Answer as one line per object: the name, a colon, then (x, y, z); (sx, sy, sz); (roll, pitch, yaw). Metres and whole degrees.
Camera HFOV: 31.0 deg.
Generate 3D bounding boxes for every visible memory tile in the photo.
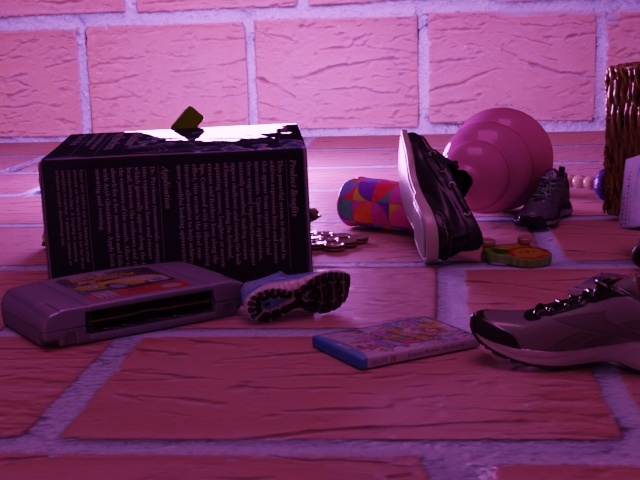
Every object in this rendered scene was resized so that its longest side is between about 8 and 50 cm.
memory tile: (0.000, 0.000, 2.028); (0.148, 0.012, 0.113); (7, 14, 34)

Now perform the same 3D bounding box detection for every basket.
basket: (0.673, -0.189, 2.141); (0.223, 0.299, 0.213); (-11, 15, -39)

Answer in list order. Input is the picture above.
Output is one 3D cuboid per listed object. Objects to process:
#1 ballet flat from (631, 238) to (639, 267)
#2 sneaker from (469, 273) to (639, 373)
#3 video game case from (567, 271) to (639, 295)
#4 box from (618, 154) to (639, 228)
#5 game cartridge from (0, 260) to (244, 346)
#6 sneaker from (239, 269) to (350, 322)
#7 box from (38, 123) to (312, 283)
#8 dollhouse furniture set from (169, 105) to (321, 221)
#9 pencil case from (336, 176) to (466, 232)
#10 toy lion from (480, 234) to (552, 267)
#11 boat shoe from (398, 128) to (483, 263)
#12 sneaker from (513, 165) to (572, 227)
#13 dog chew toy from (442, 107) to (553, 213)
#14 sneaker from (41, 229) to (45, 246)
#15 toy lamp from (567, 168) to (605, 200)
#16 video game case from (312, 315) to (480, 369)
ballet flat: (0.554, 0.031, 1.689); (0.213, 0.072, 0.068); (10, 43, 48)
sneaker: (0.304, 0.087, 1.294); (0.272, 0.108, 0.100); (0, 13, 17)
video game case: (0.416, 0.065, 1.635); (0.087, 0.011, 0.122); (6, 13, 36)
box: (0.619, -0.066, 1.777); (0.262, 0.126, 0.231); (7, -1, 0)
game cartridge: (-0.270, 0.080, 1.565); (0.294, 0.060, 0.196); (-9, 9, -33)
sneaker: (-0.035, 0.060, 1.555); (0.162, 0.063, 0.073); (-6, 27, -25)
box: (-0.217, -0.058, 1.824); (0.396, 0.212, 0.293); (-3, 13, -4)
dollhouse furniture set: (-0.174, -0.079, 2.059); (0.301, 0.151, 0.197); (40, -8, -9)
pencil case: (0.146, -0.065, 2.119); (0.236, 0.104, 0.104); (5, 13, 35)
toy lion: (0.312, 0.022, 1.829); (0.100, 0.034, 0.096); (-4, 19, -8)
boat shoe: (0.201, -0.084, 1.946); (0.113, 0.127, 0.340); (-4, 30, -4)
sneaker: (0.416, -0.084, 2.165); (0.083, 0.098, 0.224); (3, 12, 24)
dog chew toy: (0.326, -0.143, 2.217); (0.207, 0.206, 0.332); (3, 14, 23)
sneaker: (-0.373, -0.063, 2.120); (0.300, 0.121, 0.111); (-12, 16, -43)
toy lamp: (0.492, -0.133, 2.461); (0.275, 0.080, 0.080); (7, 14, 42)
video game case: (0.090, 0.121, 1.388); (0.166, 0.015, 0.119); (-8, 13, -28)
